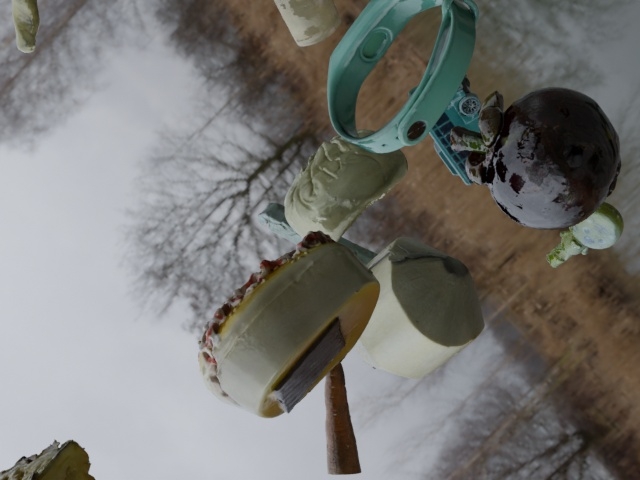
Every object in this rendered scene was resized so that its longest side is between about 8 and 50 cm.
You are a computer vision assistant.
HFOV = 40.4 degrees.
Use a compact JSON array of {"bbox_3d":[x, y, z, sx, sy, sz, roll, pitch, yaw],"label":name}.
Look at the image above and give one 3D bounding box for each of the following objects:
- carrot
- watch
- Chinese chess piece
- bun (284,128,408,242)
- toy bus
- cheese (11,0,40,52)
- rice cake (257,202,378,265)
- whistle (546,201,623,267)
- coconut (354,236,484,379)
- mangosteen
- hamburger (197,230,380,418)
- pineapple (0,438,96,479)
[{"bbox_3d":[0.032,0.313,1.560,0.061,0.061,0.210,24,-121,-75],"label":"carrot"},{"bbox_3d":[0.101,-0.230,1.131,0.068,0.237,0.195,22,-156,-44],"label":"watch"},{"bbox_3d":[-0.057,-0.505,1.667,0.273,0.102,0.273,61,-176,-8],"label":"Chinese chess piece"},{"bbox_3d":[0.031,-0.094,1.466,0.145,0.229,0.229,49,-174,3],"label":"bun"},{"bbox_3d":[0.314,-0.251,1.946,0.256,0.147,0.128,49,-161,-32],"label":"toy bus"},{"bbox_3d":[-0.335,-0.255,0.989,0.030,0.083,0.044,3,-151,-9],"label":"cheese"},{"bbox_3d":[0.000,0.000,2.165,0.336,0.063,0.066,25,-134,11],"label":"rice cake"},{"bbox_3d":[0.531,-0.010,1.765,0.104,0.057,0.198,38,141,2],"label":"whistle"},{"bbox_3d":[0.214,0.151,1.966,0.323,0.323,0.323,45,-174,-6],"label":"coconut"},{"bbox_3d":[0.331,-0.133,1.360,0.265,0.228,0.228,17,-179,9],"label":"mangosteen"},{"bbox_3d":[-0.045,0.123,1.276,0.151,0.295,0.227,32,147,23],"label":"hamburger"},{"bbox_3d":[-0.440,0.392,1.275,0.114,0.236,0.186,64,163,-5],"label":"pineapple"}]
